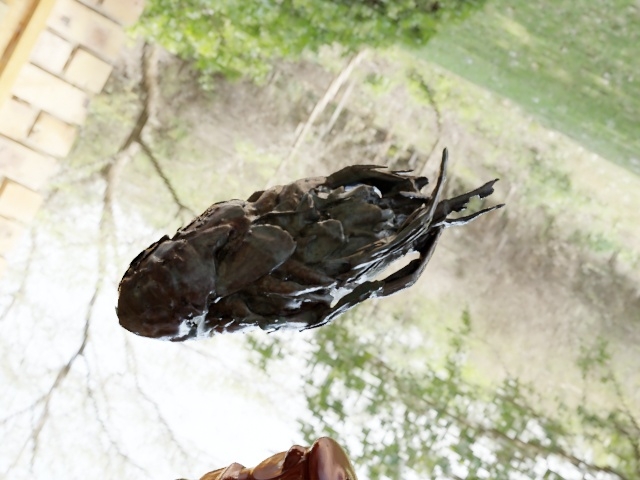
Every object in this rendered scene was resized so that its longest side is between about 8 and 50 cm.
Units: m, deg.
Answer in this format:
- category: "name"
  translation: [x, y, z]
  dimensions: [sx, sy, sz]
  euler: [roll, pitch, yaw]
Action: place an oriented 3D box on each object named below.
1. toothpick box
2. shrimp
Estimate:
- category: "toothpick box"
  translation: [-0.024, 0.116, 0.448]
  dimensions: [0.047, 0.083, 0.047]
  euler: [51, -153, -39]
- category: "shrimp"
  translation: [0.000, 0.001, 0.465]
  dimensions: [0.190, 0.075, 0.073]
  euler: [-12, 165, -14]
